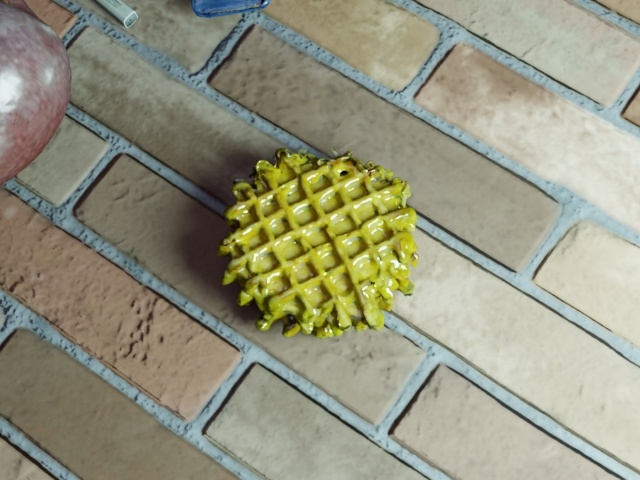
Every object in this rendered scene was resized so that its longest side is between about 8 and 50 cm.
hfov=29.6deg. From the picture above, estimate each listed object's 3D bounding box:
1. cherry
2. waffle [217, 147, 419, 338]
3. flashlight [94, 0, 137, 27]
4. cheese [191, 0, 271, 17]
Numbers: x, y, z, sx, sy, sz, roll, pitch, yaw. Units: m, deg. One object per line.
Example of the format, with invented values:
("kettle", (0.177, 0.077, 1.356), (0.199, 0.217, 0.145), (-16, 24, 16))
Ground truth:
("cherry", (-0.382, -0.154, 1.195), (0.307, 0.221, 0.261), (-46, 66, 1))
("waffle", (0.000, 0.000, 1.173), (0.193, 0.070, 0.197), (5, 67, 8))
("flashlight", (-0.235, -0.264, 1.324), (0.083, 0.018, 0.018), (40, 78, 18))
("cheese", (-0.107, -0.371, 1.325), (0.176, 0.069, 0.271), (-7, 73, 5))
